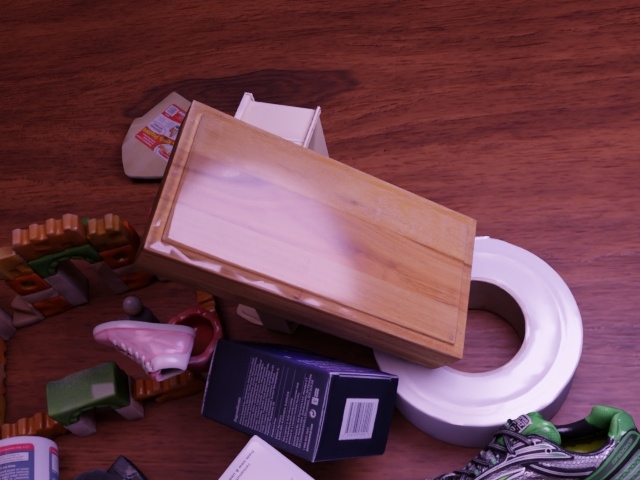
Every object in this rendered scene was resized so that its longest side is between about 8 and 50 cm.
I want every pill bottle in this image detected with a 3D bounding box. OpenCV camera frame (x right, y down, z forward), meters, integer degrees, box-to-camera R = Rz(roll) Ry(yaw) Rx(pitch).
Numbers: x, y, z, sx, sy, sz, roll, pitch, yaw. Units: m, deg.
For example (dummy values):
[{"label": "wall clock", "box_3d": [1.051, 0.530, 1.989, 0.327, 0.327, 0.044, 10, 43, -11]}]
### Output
[{"label": "pill bottle", "box_3d": [-0.419, 0.376, 0.974, 0.107, 0.108, 0.180, -17, 56, 2]}]

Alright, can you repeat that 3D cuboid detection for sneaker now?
[{"label": "sneaker", "box_3d": [0.222, 0.281, 0.850, 0.343, 0.134, 0.146, -14, 99, -2]}, {"label": "sneaker", "box_3d": [-0.277, 0.369, 0.984, 0.170, 0.051, 0.089, 33, 70, 33]}, {"label": "sneaker", "box_3d": [-0.233, 0.145, 0.912, 0.134, 0.051, 0.070, 3, 62, -1]}]

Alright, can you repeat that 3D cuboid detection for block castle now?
[{"label": "block castle", "box_3d": [-0.368, 0.123, 1.062, 0.453, 0.213, 0.303, -18, 56, 2]}]

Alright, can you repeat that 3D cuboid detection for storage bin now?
[{"label": "storage bin", "box_3d": [-0.071, -0.031, 1.064, 0.123, 0.262, 0.260, 10, 61, 16]}]

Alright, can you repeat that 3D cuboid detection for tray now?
[{"label": "tray", "box_3d": [0.000, 0.000, 0.877, 0.410, 0.076, 0.203, 20, 62, -17]}]

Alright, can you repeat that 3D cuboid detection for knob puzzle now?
[{"label": "knob puzzle", "box_3d": [-0.296, -0.183, 1.350, 0.213, 0.030, 0.213, -5, 57, 8]}]

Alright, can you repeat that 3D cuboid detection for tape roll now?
[{"label": "tape roll", "box_3d": [0.216, 0.138, 0.989, 0.286, 0.100, 0.286, -6, 57, 10]}]

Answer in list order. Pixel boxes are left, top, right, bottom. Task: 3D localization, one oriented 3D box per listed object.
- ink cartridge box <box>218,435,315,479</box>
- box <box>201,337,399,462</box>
[{"label": "ink cartridge box", "box_3d": [0.010, 0.377, 0.822, 0.272, 0.198, 0.115, 30, 67, 27]}, {"label": "box", "box_3d": [-0.028, 0.204, 0.920, 0.207, 0.153, 0.108, 9, 86, 39]}]
